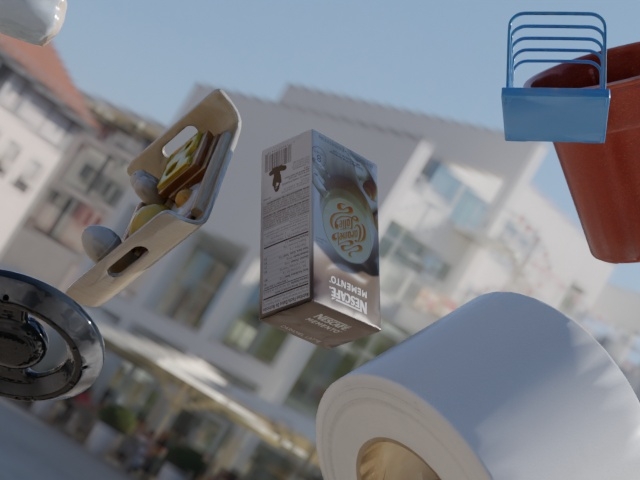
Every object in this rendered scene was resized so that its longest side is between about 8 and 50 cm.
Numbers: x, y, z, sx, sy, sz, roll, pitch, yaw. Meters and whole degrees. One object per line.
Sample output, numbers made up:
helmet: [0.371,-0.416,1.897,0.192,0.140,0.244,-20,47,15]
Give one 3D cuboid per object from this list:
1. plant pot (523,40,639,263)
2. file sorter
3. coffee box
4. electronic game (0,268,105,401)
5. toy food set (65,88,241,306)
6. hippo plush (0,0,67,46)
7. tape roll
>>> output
plant pot: [0.448,-0.123,2.223,0.272,0.272,0.265,12,-60,63]
file sorter: [0.272,-0.185,1.827,0.118,0.104,0.170,2,-13,9]
coffee box: [0.000,0.000,2.076,0.098,0.246,0.141,-21,-31,37]
electronic game: [-0.370,0.116,1.901,0.229,0.048,0.229,7,-44,7]
toy food set: [-0.231,-0.064,2.163,0.092,0.306,0.219,40,-55,-19]
hippo plush: [-0.356,-0.348,1.543,0.294,0.236,0.234,10,17,-45]
tape roll: [0.136,0.186,1.340,0.246,0.169,0.246,33,-44,37]
